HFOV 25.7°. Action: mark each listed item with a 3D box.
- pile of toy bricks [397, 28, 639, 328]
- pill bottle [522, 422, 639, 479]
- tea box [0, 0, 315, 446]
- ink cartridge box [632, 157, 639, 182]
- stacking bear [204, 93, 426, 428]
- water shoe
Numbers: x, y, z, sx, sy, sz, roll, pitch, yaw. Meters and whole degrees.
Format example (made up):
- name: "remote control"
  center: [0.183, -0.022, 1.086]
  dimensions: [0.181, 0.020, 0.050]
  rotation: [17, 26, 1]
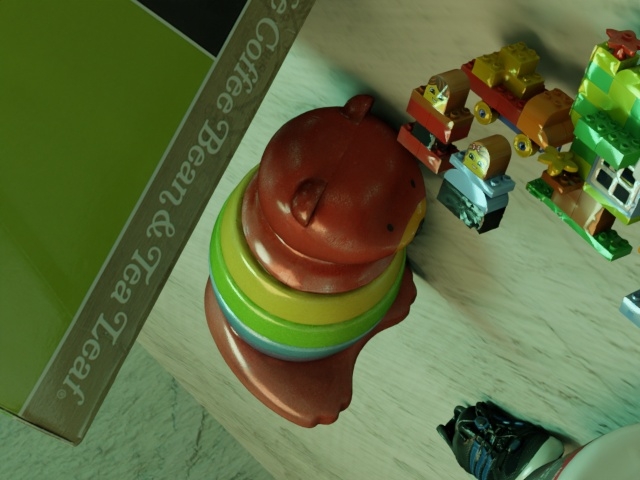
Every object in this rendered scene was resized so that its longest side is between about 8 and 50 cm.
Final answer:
- name: "pile of toy bricks"
  center: [0.139, -0.050, 0.672]
  dimensions: [0.212, 0.118, 0.105]
  rotation: [43, 136, 30]
- name: "pill bottle"
  center: [0.233, 0.252, 1.122]
  dimensions: [0.176, 0.176, 0.318]
  rotation: [40, 165, 7]
- name: "tea box"
  center: [-0.224, -0.109, 0.797]
  dimensions: [0.323, 0.329, 0.220]
  rotation: [34, 166, -27]
- name: "ink cartridge box"
  center: [0.253, -0.013, 0.416]
  dimensions: [0.283, 0.117, 0.207]
  rotation: [38, 165, 13]
- name: "stacking bear"
  center: [0.000, 0.000, 1.056]
  dimensions: [0.164, 0.175, 0.289]
  rotation: [32, 155, 6]
- name: "water shoe"
  center: [0.163, 0.199, 1.353]
  dimensions: [0.080, 0.073, 0.203]
  rotation: [45, 165, -4]
